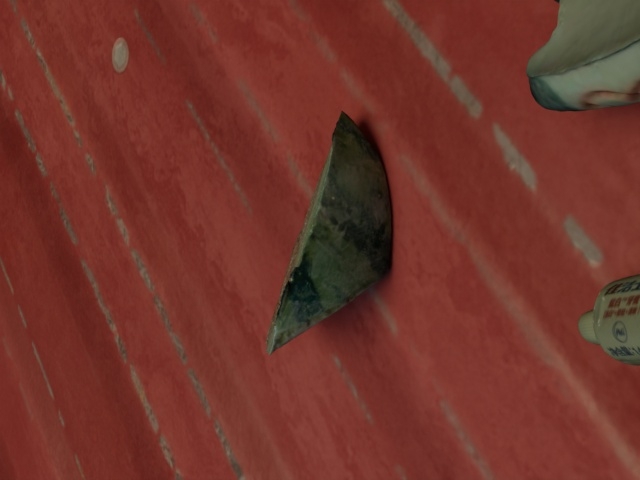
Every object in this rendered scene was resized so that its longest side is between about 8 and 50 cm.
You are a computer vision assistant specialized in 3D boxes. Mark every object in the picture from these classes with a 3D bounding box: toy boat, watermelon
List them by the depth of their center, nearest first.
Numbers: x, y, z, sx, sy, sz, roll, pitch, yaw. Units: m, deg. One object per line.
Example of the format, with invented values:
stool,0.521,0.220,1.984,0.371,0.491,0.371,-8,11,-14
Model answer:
toy boat,0.189,-0.133,0.444,0.207,0.078,0.134,-28,40,53
watermelon,0.005,-0.001,0.673,0.094,0.081,0.180,33,100,60

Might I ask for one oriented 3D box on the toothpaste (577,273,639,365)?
toothpaste,0.203,0.027,0.411,0.268,0.047,0.069,153,134,-68
